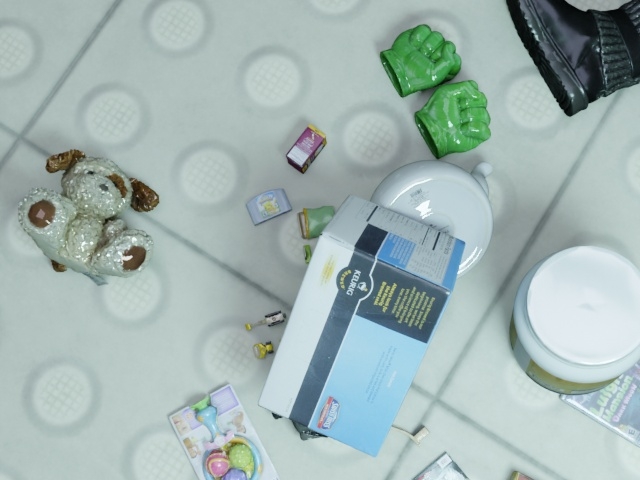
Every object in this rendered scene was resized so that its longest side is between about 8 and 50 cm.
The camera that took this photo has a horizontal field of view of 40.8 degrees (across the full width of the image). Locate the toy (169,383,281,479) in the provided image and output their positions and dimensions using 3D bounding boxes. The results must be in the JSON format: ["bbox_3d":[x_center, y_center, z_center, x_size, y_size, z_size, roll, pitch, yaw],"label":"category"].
[{"bbox_3d":[-0.178,0.406,1.619,0.136,0.056,0.237,-28,79,-2],"label":"toy"}]

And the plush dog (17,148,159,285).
[{"bbox_3d":[-0.448,-0.057,1.680,0.262,0.210,0.225,27,65,-21],"label":"plush dog"}]

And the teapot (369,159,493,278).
[{"bbox_3d":[0.190,-0.043,1.631,0.256,0.187,0.253,14,107,-13],"label":"teapot"}]

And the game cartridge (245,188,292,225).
[{"bbox_3d":[-0.105,-0.070,1.728,0.083,0.017,0.056,-24,75,-2],"label":"game cartridge"}]

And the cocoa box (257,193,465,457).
[{"bbox_3d":[0.074,0.141,1.472,0.228,0.231,0.347,23,114,6],"label":"cocoa box"}]

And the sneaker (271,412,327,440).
[{"bbox_3d":[0.009,0.334,1.612,0.234,0.078,0.106,21,87,16],"label":"sneaker"}]

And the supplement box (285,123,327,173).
[{"bbox_3d":[-0.028,-0.183,1.726,0.043,0.055,0.083,36,83,8],"label":"supplement box"}]

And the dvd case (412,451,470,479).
[{"bbox_3d":[0.242,0.470,1.610,0.087,0.013,0.119,-39,81,-5],"label":"dvd case"}]

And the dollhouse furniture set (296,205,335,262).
[{"bbox_3d":[0.000,0.000,1.687,0.076,0.058,0.152,-10,79,0],"label":"dollhouse furniture set"}]

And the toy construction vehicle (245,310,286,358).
[{"bbox_3d":[-0.089,0.183,1.673,0.098,0.035,0.086,-20,90,1],"label":"toy construction vehicle"}]

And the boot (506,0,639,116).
[{"bbox_3d":[0.536,-0.443,1.710,0.260,0.131,0.348,-28,90,4],"label":"boot"}]

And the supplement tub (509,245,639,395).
[{"bbox_3d":[0.448,0.142,1.497,0.228,0.316,0.228,-3,74,9],"label":"supplement tub"}]

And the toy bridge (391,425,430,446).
[{"bbox_3d":[0.127,0.317,1.638,0.063,0.026,0.188,-40,80,-3],"label":"toy bridge"}]

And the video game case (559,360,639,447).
[{"bbox_3d":[0.575,0.265,1.631,0.173,0.022,0.190,31,82,8],"label":"video game case"}]

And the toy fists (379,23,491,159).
[{"bbox_3d":[0.239,-0.305,1.718,0.142,0.096,0.279,-27,78,-4],"label":"toy fists"}]

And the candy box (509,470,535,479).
[{"bbox_3d":[0.366,0.531,1.574,0.109,0.053,0.187,26,80,8],"label":"candy box"}]
